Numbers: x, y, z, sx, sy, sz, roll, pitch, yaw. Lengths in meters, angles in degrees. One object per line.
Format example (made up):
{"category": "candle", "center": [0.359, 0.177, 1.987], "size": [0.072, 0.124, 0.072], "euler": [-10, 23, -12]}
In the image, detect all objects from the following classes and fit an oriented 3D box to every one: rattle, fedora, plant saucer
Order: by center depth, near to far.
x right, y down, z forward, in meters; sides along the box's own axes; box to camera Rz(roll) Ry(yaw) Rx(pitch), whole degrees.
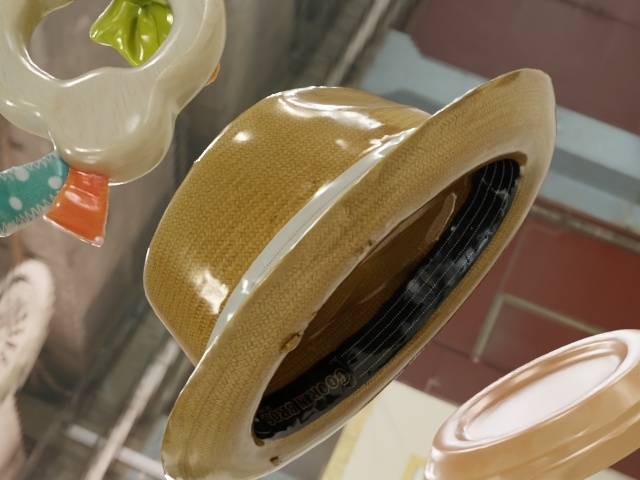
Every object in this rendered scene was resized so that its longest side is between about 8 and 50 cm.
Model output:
{"category": "fedora", "center": [0.000, 0.000, 0.477], "size": [0.194, 0.079, 0.194], "euler": [-42, -20, -19]}
{"category": "rattle", "center": [-0.108, -0.051, 0.677], "size": [0.142, 0.130, 0.199], "euler": [109, 159, -58]}
{"category": "plant saucer", "center": [0.150, 0.111, 0.874], "size": [0.200, 0.037, 0.200], "euler": [-28, 5, 3]}
